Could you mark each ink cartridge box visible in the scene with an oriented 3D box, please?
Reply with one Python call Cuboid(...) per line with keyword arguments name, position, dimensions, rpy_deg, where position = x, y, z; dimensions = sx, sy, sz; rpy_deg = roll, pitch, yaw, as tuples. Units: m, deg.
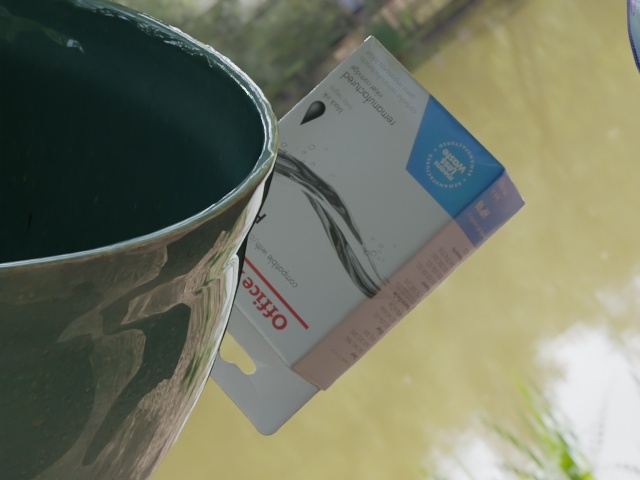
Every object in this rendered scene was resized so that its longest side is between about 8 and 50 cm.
Cuboid(name="ink cartridge box", position=(0.000, 0.000, 0.932), dimensions=(0.180, 0.104, 0.060), rpy_deg=(-43, -22, 1))

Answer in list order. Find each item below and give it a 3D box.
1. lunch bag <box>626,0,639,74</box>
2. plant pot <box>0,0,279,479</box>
Cuboid(name="lunch bag", position=(0.215, 0.013, 0.753), dimensions=(0.138, 0.293, 0.221), rpy_deg=(-33, 31, 9))
Cuboid(name="plant pot", position=(-0.170, 0.036, 0.598), dimensions=(0.293, 0.293, 0.196), rpy_deg=(-50, -29, -64))
